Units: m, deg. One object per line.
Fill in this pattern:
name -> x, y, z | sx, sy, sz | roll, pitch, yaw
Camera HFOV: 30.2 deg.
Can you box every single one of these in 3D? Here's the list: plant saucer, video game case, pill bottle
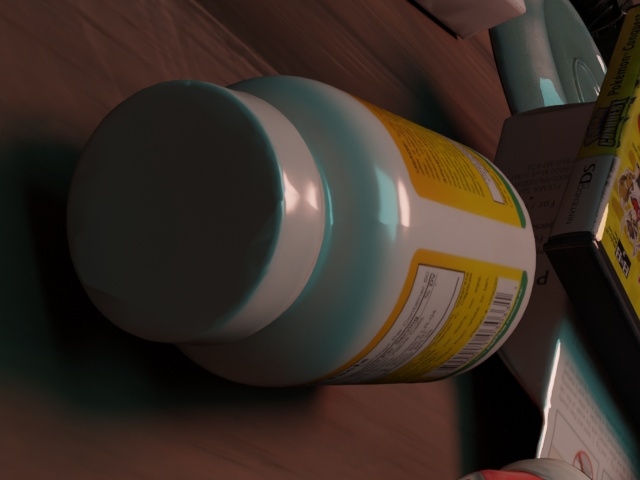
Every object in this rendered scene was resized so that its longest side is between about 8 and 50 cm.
plant saucer -> 0.250, -0.122, 1.148 | 0.317, 0.043, 0.318 | 43, 36, -43
video game case -> 0.248, 0.014, 0.824 | 0.275, 0.035, 0.248 | 57, 43, -31
pill bottle -> 0.000, 0.000, 0.475 | 0.208, 0.117, 0.118 | 10, 62, -61

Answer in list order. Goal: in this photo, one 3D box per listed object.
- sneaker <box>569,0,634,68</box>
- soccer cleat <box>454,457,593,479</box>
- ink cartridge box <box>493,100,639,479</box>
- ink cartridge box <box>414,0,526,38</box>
sneaker -> 0.305, -0.262, 1.315 | 0.130, 0.087, 0.228 | 46, 30, -36
soccer cleat -> 0.104, 0.261, 0.526 | 0.116, 0.108, 0.318 | -3, 76, -40
ink cartridge box -> 0.192, 0.144, 0.828 | 0.308, 0.091, 0.385 | 49, 49, -37
ink cartridge box -> 0.041, -0.271, 0.824 | 0.332, 0.065, 0.165 | 22, 52, -59
